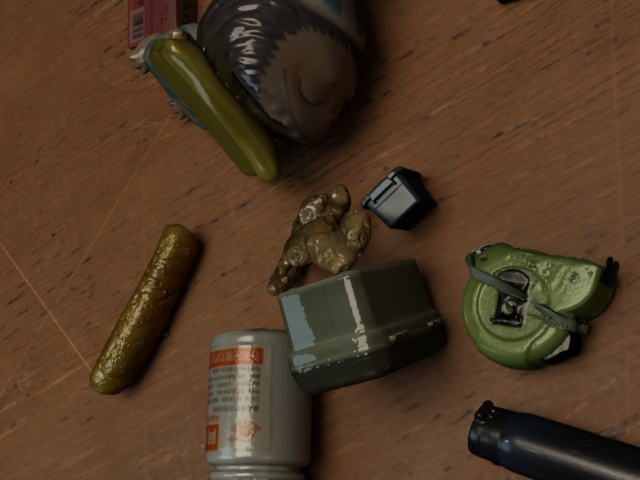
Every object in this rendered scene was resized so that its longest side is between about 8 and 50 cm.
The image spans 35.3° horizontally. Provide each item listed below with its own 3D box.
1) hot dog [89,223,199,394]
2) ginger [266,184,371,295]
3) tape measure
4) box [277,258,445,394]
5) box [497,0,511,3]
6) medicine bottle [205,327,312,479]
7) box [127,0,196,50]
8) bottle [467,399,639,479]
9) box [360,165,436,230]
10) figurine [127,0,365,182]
[{"bbox_3d":[-0.264,0.108,1.527,0.061,0.088,0.285,28,96,31],"label":"hot dog"},{"bbox_3d":[0.003,-0.013,1.326,0.259,0.065,0.149,-31,39,63],"label":"ginger"},{"bbox_3d":[0.242,0.076,1.189,0.177,0.087,0.154,14,86,38],"label":"tape measure"},{"bbox_3d":[0.052,0.101,1.229,0.148,0.210,0.129,-19,85,29],"label":"box"},{"bbox_3d":[0.331,-0.395,1.286,0.235,0.034,0.132,-8,73,32],"label":"box"},{"bbox_3d":[-0.080,0.250,1.328,0.144,0.144,0.252,-11,72,31],"label":"medicine bottle"},{"bbox_3d":[-0.263,-0.390,1.674,0.111,0.060,0.156,-10,75,32],"label":"box"},{"bbox_3d":[0.281,0.247,1.128,0.244,0.082,0.072,14,41,35],"label":"bottle"},{"bbox_3d":[0.106,-0.050,1.313,0.074,0.099,0.054,-43,73,17],"label":"box"},{"bbox_3d":[-0.048,-0.298,1.447,0.378,0.266,0.361,-40,33,-9],"label":"figurine"}]
